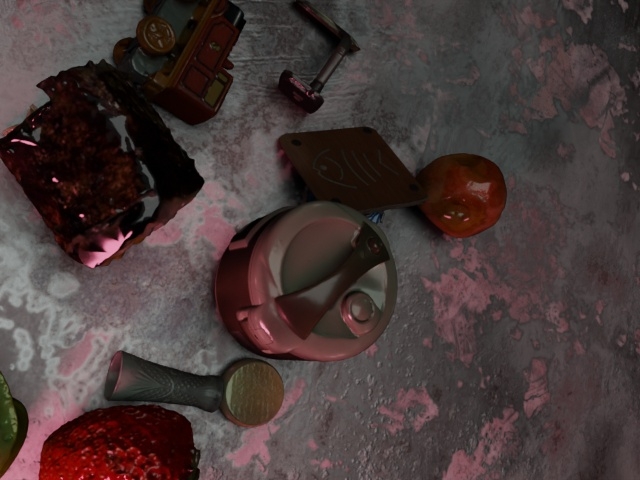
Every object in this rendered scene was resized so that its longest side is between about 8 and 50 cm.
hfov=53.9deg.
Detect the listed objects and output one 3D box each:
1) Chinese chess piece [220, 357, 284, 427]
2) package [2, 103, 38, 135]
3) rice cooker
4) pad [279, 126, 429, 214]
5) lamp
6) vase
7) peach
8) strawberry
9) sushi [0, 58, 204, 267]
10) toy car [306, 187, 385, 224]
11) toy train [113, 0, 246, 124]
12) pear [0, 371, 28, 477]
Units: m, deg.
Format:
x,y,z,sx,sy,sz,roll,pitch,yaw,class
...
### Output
x,y,z,sx,sy,sz,roll,pitch,yaw,class
-0.148,0.323,1.336,0.144,0.058,0.144,6,78,-27,Chinese chess piece
-0.563,-0.216,1.216,0.059,0.029,0.083,47,75,-22,package
-0.034,0.088,1.280,0.335,0.325,0.335,5,80,-28,rice cooker
0.074,-0.168,1.464,0.284,0.018,0.286,-11,50,-29,pad
-0.024,-0.457,1.494,0.203,0.124,0.283,35,65,-9,lamp
-0.302,0.286,1.242,0.219,0.096,0.096,19,74,-28,vase
0.342,-0.115,1.591,0.235,0.214,0.214,4,80,-9,peach
-0.357,0.408,1.116,0.277,0.257,0.257,14,75,-4,strawberry
-0.391,-0.131,1.139,0.281,0.299,0.294,-38,98,-8,sushi
0.050,-0.060,1.455,0.191,0.097,0.100,21,81,-1,toy car
-0.285,-0.402,1.323,0.231,0.163,0.369,35,67,-33,toy train
-0.634,0.309,0.993,0.318,0.238,0.342,-4,78,-41,pear
